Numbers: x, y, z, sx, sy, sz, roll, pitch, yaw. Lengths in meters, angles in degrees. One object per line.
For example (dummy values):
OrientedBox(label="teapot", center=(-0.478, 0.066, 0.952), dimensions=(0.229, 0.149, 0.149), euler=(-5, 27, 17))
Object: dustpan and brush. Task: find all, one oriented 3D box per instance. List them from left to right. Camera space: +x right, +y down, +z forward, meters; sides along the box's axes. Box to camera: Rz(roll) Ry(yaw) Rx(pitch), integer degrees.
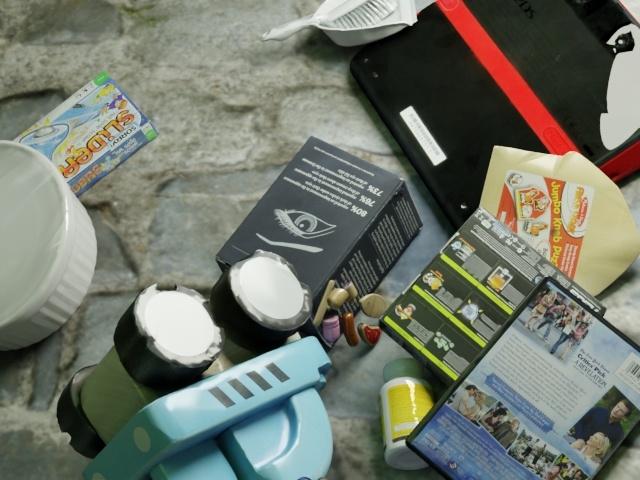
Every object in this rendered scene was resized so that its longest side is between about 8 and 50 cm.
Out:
OrientedBox(label="dustpan and brush", center=(0.021, -0.303, 2.004), dimensions=(0.211, 0.060, 0.147), euler=(-26, 33, 16))

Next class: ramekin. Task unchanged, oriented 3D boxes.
OrientedBox(label="ramekin", center=(-0.413, 0.017, 1.896), dimensions=(0.272, 0.127, 0.273), euler=(-8, 67, 19))

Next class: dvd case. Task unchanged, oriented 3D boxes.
OrientedBox(label="dvd case", center=(0.239, 0.183, 1.600), dimensions=(0.180, 0.022, 0.253), euler=(39, 76, 12))

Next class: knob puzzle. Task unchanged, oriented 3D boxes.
OrientedBox(label="knob puzzle", center=(0.279, -0.009, 1.720), dimensions=(0.213, 0.030, 0.213), euler=(-1, 83, 10))

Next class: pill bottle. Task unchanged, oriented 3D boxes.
OrientedBox(label="pill bottle", center=(0.099, 0.194, 1.655), dimensions=(0.065, 0.065, 0.116), euler=(-13, 55, 12))

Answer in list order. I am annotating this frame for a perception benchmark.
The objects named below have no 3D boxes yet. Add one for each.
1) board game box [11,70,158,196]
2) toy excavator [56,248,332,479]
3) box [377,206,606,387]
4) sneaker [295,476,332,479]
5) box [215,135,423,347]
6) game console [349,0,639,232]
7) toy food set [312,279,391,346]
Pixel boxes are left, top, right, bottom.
OrientedBox(label="board game box", center=(-0.342, -0.132, 2.049), dimensions=(0.201, 0.035, 0.136), euler=(-39, 54, -7))
OrientedBox(label="toy excavator", center=(-0.109, 0.281, 1.541), dimensions=(0.433, 0.222, 0.445), euler=(-21, 70, -45))
OrientedBox(label="box", center=(0.194, 0.088, 1.665), dimensions=(0.190, 0.045, 0.184), euler=(39, 78, 12))
OrientedBox(label="sneaker", center=(0.048, 0.303, 1.449), dimensions=(0.315, 0.127, 0.182), euler=(-19, 82, -34))
OrientedBox(label="box", center=(0.000, 0.000, 1.792), dimensions=(0.153, 0.108, 0.207), euler=(28, 71, 32))
OrientedBox(label="game console", center=(0.255, -0.196, 1.872), dimensions=(0.342, 0.060, 0.387), euler=(-33, 52, 4))
OrientedBox(label="toy food set", center=(0.034, 0.090, 1.725), dimensions=(0.019, 0.122, 0.078), euler=(15, 80, 45))
